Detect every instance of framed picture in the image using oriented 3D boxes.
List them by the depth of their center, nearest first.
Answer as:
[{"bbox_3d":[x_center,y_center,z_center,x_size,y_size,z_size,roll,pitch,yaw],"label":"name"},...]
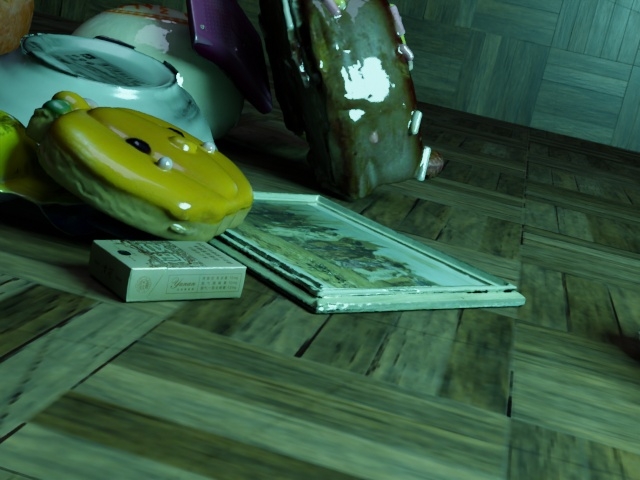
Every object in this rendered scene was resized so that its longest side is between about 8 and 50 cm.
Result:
[{"bbox_3d":[0.000,0.000,0.791,0.217,0.017,0.274,1,18,-41],"label":"framed picture"}]

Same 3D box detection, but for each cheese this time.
[{"bbox_3d":[-0.227,-0.052,0.703,0.250,0.064,0.156,23,15,3],"label":"cheese"}]

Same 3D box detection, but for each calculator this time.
[{"bbox_3d":[-0.104,-0.238,1.150,0.034,0.126,0.190,-20,-26,17],"label":"calculator"}]

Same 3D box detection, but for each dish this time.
[{"bbox_3d":[-0.210,-0.135,0.914,0.260,0.085,0.260,14,24,-6],"label":"dish"}]

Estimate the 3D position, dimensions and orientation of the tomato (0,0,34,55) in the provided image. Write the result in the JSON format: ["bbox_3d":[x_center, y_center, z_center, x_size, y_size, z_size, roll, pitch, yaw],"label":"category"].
[{"bbox_3d":[-0.460,-0.306,1.138,0.265,0.264,0.265,12,13,-3],"label":"tomato"}]

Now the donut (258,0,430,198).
[{"bbox_3d":[0.015,-0.209,1.115,0.136,0.259,0.345,-14,18,-7],"label":"donut"}]

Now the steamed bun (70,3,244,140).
[{"bbox_3d":[-0.202,-0.214,1.204,0.232,0.145,0.232,12,14,-3],"label":"steamed bun"}]

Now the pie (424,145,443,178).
[{"bbox_3d":[0.095,-0.116,1.311,0.154,0.036,0.154,12,15,-3],"label":"pie"}]

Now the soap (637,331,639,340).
[{"bbox_3d":[0.340,0.088,0.592,0.173,0.089,0.274,9,15,-17],"label":"soap"}]

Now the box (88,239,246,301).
[{"bbox_3d":[-0.095,0.018,0.615,0.083,0.024,0.053,2,17,-41],"label":"box"}]

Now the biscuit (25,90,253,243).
[{"bbox_3d":[-0.125,-0.062,0.703,0.170,0.050,0.170,27,17,-9],"label":"biscuit"}]
